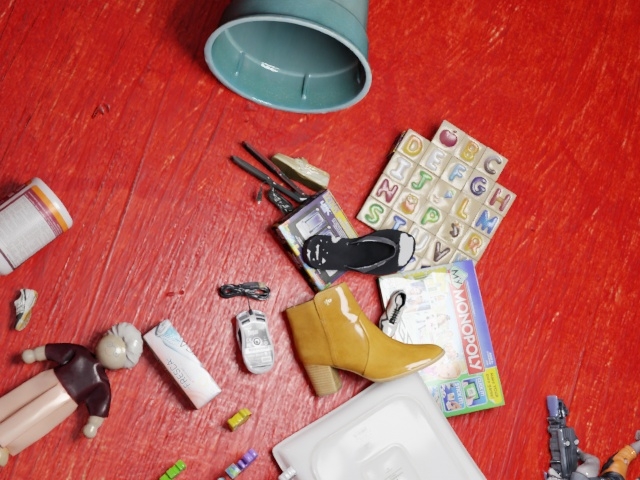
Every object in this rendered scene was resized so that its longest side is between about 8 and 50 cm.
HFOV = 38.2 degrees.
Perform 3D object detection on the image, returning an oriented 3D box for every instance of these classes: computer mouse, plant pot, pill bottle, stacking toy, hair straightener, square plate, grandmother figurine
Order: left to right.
[{"bbox_3d":[-0.594,-0.011,1.756,0.221,0.121,0.121,-40,91,-18],"label":"pill bottle"},{"bbox_3d":[-0.480,0.280,1.744,0.342,0.104,0.208,-38,99,-16],"label":"grandmother figurine"},{"bbox_3d":[-0.175,0.456,1.793,0.221,0.052,0.167,-38,73,-20],"label":"stacking toy"},{"bbox_3d":[-0.143,0.180,1.887,0.106,0.042,0.193,-4,75,-21],"label":"computer mouse"},{"bbox_3d":[-0.102,-0.107,1.958,0.230,0.047,0.089,41,78,-10],"label":"hair straightener"},{"bbox_3d":[-0.037,-0.493,1.915,0.341,0.341,0.334,16,67,-12],"label":"plant pot"},{"bbox_3d":[0.136,0.474,1.852,0.347,0.049,0.344,-30,83,-14],"label":"square plate"}]

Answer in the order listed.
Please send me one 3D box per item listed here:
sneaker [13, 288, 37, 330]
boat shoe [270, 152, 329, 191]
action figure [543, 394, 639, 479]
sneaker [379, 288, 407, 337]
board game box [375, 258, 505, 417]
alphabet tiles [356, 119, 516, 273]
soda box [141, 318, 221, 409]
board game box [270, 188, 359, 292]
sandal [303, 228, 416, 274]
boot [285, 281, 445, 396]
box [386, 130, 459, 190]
[{"bbox_3d":[-0.578,0.133,1.784,0.036,0.032,0.083,16,70,2],"label":"sneaker"},{"bbox_3d":[-0.042,-0.153,1.978,0.135,0.050,0.045,30,62,-11],"label":"boat shoe"},{"bbox_3d":[0.599,0.489,1.962,0.330,0.178,0.342,-8,83,-26],"label":"action figure"},{"bbox_3d":[0.152,0.152,1.923,0.040,0.044,0.109,17,81,-5],"label":"sneaker"},{"bbox_3d":[0.254,0.215,1.969,0.213,0.046,0.318,-11,82,-7],"label":"board game box"},{"bbox_3d":[0.255,-0.075,2.018,0.285,0.011,0.343,31,87,-7],"label":"alphabet tiles"},{"bbox_3d":[-0.275,0.246,1.826,0.063,0.058,0.183,-37,91,-19],"label":"soda box"},{"bbox_3d":[0.000,0.000,1.939,0.141,0.048,0.170,-37,104,-20],"label":"board game box"},{"bbox_3d":[0.090,0.029,1.921,0.254,0.054,0.097,-5,92,-24],"label":"sandal"},{"bbox_3d":[0.086,0.183,1.871,0.295,0.104,0.211,-16,92,10],"label":"boot"},{"bbox_3d":[0.235,-0.170,2.052,0.168,0.054,0.059,31,73,-8],"label":"box"}]
